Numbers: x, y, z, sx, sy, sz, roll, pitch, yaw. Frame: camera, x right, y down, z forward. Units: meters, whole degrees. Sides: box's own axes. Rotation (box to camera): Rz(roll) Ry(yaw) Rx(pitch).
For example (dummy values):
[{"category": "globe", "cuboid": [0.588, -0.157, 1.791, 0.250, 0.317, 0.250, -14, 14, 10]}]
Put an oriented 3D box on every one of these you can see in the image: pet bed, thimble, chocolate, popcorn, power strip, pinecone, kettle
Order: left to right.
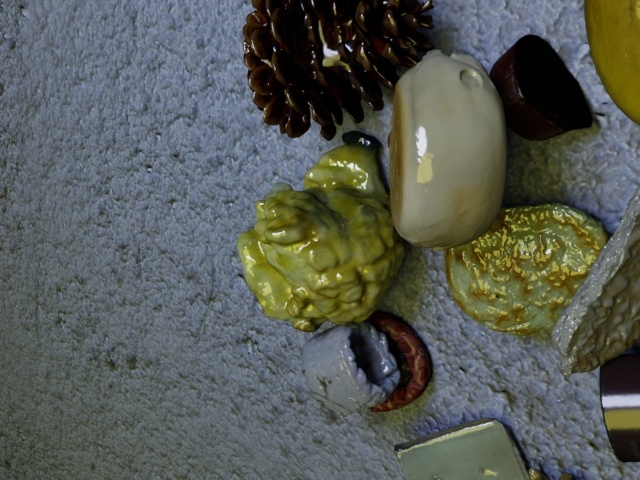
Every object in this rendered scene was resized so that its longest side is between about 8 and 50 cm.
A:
[{"category": "popcorn", "cuboid": [-0.001, 0.006, 0.981, 0.293, 0.293, 0.237, 42, 144, 17]}, {"category": "pinecone", "cuboid": [0.026, -0.280, 0.861, 0.292, 0.246, 0.246, -13, 98, 31]}, {"category": "thimble", "cuboid": [0.052, 0.219, 1.027, 0.118, 0.127, 0.151, -32, 91, 36]}, {"category": "pet bed", "cuboid": [0.113, 0.225, 1.100, 0.201, 0.053, 0.201, 9, 108, 30]}, {"category": "power strip", "cuboid": [0.261, 0.415, 1.050, 0.213, 0.064, 0.198, -22, 92, 19]}, {"category": "chocolate", "cuboid": [0.278, -0.186, 0.794, 0.148, 0.125, 0.080, 55, 145, 1]}, {"category": "kettle", "cuboid": [0.508, 0.229, 0.764, 0.232, 0.144, 0.202, -13, 118, 36]}]

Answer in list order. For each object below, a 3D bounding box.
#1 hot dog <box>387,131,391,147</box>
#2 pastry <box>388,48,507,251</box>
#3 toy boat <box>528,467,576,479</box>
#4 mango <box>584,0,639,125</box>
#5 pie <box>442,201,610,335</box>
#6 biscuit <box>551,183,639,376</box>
[{"category": "hot dog", "cuboid": [0.159, -0.108, 0.940, 0.072, 0.055, 0.188, -13, 98, 40]}, {"category": "pastry", "cuboid": [0.160, -0.113, 0.785, 0.133, 0.265, 0.264, -4, 107, 0]}, {"category": "toy boat", "cuboid": [0.426, 0.452, 0.942, 0.226, 0.068, 0.088, 41, 113, 8]}, {"category": "mango", "cuboid": [0.392, -0.288, 0.651, 0.195, 0.142, 0.331, 26, 123, 32]}, {"category": "pie", "cuboid": [0.298, 0.040, 0.872, 0.248, 0.090, 0.201, -3, 106, 35]}, {"category": "biscuit", "cuboid": [0.406, 0.057, 0.776, 0.289, 0.141, 0.038, -65, 26, 10]}]
